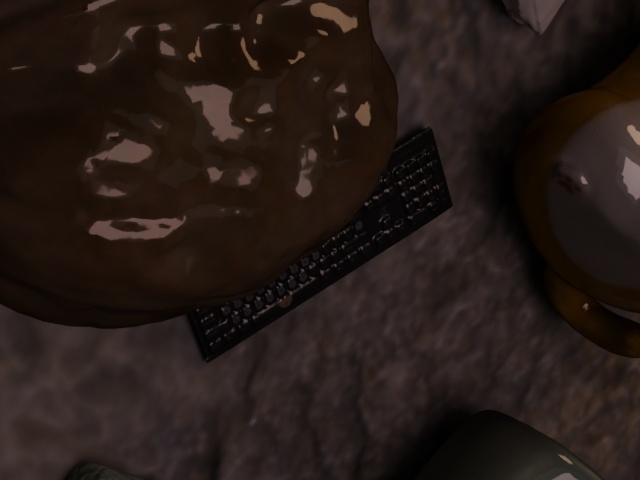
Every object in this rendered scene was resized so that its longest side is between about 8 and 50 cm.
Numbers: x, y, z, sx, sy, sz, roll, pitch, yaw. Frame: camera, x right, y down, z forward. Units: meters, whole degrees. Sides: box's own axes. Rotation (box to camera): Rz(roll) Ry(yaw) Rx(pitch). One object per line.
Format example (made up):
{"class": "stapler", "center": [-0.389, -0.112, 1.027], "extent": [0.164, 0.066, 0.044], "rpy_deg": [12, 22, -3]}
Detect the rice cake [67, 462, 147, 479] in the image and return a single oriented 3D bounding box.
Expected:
{"class": "rice cake", "center": [-0.067, 0.179, 1.021], "extent": [0.207, 0.033, 0.033], "rpy_deg": [28, 96, -37]}

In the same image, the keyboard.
{"class": "keyboard", "center": [0.000, 0.000, 1.034], "extent": [0.198, 0.010, 0.064], "rpy_deg": [-32, 120, -23]}

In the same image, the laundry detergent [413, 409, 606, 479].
{"class": "laundry detergent", "center": [0.079, 0.335, 1.106], "extent": [0.264, 0.124, 0.398], "rpy_deg": [43, 78, -35]}

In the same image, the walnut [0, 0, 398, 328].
{"class": "walnut", "center": [-0.098, -0.090, 0.811], "extent": [0.273, 0.227, 0.273], "rpy_deg": [-9, 105, -35]}

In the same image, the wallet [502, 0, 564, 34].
{"class": "wallet", "center": [0.172, -0.218, 1.059], "extent": [0.190, 0.033, 0.095], "rpy_deg": [-52, 155, -12]}

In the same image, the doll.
{"class": "doll", "center": [0.244, -0.071, 1.091], "extent": [0.166, 0.162, 0.269], "rpy_deg": [45, 81, -2]}
